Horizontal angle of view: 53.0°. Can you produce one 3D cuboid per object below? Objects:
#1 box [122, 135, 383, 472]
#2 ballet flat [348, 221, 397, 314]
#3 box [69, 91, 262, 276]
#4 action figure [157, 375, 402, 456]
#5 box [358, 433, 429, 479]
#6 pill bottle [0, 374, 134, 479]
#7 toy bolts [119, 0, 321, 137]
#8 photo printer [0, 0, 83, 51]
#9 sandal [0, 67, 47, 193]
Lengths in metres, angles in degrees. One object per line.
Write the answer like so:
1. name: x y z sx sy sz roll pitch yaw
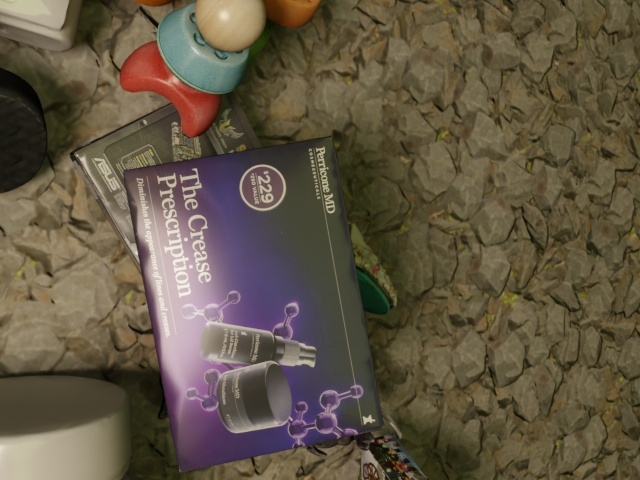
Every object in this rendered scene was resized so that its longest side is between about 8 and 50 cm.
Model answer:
1. box: -0.059 0.052 0.589 0.184 0.103 0.261 -11 92 -8
2. ballet flat: 0.000 0.000 0.706 0.241 0.091 0.077 32 62 -27
3. box: -0.134 -0.036 0.712 0.183 0.056 0.231 -34 107 -21
4. action figure: -0.034 0.165 0.722 0.275 0.164 0.141 8 96 -20
5. box: 0.093 0.371 0.755 0.044 0.159 0.233 -7 118 -24
6. pill bottle: -0.273 0.338 0.583 0.224 0.224 0.392 1 94 -25
7. toy bolts: -0.106 -0.241 0.606 0.218 0.158 0.228 31 53 -24
8. photo printer: -0.325 -0.354 0.569 0.256 0.107 0.307 10 89 -26
9. sandal: -0.465 -0.105 0.518 0.446 0.107 0.167 0 134 -37
